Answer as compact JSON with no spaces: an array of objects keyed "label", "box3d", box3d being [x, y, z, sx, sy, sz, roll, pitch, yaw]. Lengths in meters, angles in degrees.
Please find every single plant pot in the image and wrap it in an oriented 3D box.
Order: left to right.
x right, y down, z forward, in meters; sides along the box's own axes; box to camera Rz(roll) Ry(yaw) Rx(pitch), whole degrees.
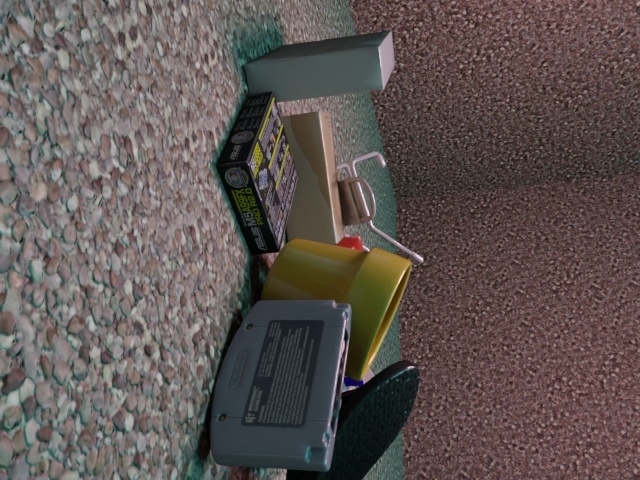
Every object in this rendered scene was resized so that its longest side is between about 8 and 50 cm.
[{"label":"plant pot","box3d":[0.024,0.113,1.186,0.254,0.239,0.254,-59,164,-28]}]

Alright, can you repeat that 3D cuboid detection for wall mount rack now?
[{"label":"wall mount rack","box3d":[0.119,-0.064,1.569,0.350,0.130,0.304,-5,-75,69]}]

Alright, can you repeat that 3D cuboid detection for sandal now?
[{"label":"sandal","box3d":[0.004,0.368,1.011,0.167,0.107,0.446,23,103,-49]}]

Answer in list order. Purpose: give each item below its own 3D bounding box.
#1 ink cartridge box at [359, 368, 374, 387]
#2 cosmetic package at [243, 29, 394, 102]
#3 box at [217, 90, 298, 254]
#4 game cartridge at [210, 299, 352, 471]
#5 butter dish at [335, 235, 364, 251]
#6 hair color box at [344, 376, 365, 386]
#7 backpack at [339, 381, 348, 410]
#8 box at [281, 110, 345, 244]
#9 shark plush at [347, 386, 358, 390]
[{"label":"ink cartridge box","box3d":[0.140,0.443,1.938,0.122,0.052,0.088,-124,-166,-49]},{"label":"cosmetic package","box3d":[0.017,-0.405,1.381,0.377,0.284,0.097,-66,147,-64]},{"label":"box","box3d":[-0.115,-0.139,1.197,0.270,0.060,0.216,-81,160,-48]},{"label":"game cartridge","box3d":[-0.063,0.219,0.956,0.297,0.198,0.062,-77,156,-46]},{"label":"butter dish","box3d":[0.034,0.053,1.620,0.118,0.160,0.160,-119,-167,-59]},{"label":"hair color box","box3d":[0.080,0.246,1.762,0.339,0.110,0.185,-69,149,-59]},{"label":"backpack","box3d":[-0.029,0.308,1.150,0.188,0.166,0.144,52,50,-63]},{"label":"box","box3d":[-0.026,-0.146,1.442,0.148,0.121,0.311,-46,129,-74]},{"label":"shark plush","box3d":[0.106,0.468,1.901,0.067,0.073,0.161,56,13,14]}]
